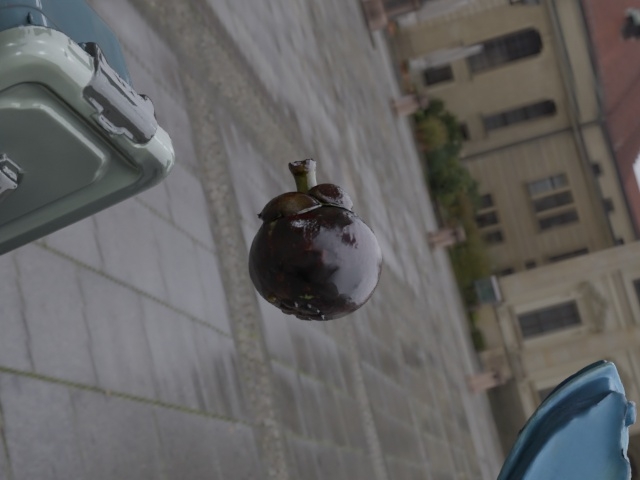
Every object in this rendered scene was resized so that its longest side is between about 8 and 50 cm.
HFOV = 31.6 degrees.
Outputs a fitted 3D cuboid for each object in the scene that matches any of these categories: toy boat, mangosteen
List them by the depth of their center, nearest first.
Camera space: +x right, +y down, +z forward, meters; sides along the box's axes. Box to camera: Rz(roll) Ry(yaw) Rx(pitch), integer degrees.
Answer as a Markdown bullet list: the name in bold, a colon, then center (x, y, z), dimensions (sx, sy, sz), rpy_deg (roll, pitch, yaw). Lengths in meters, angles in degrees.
- **toy boat**: center (0.208, 0.216, 1.012), dimensions (0.238, 0.109, 0.098), rpy_deg (-63, -176, 3)
- **mangosteen**: center (-0.001, 0.011, 1.394), dimensions (0.184, 0.172, 0.172), rpy_deg (-66, 146, -41)

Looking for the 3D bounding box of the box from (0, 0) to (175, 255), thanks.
- **box**: center (-0.214, -0.065, 0.652), dimensions (0.162, 0.227, 0.130), rpy_deg (47, 22, -59)
